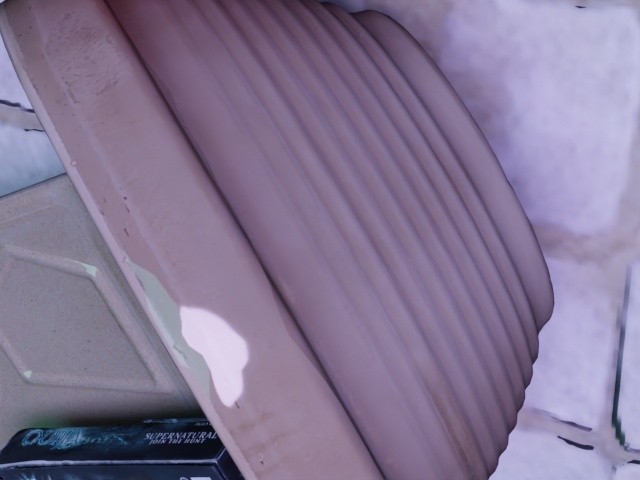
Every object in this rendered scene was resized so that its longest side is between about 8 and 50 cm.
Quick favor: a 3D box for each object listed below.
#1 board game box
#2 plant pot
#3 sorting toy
[{"bbox_3d":[-0.043,0.152,0.553,0.126,0.026,0.186,-7,122,36],"label":"board game box"},{"bbox_3d":[0.000,0.000,0.440,0.110,0.237,0.237,-31,87,-4],"label":"plant pot"},{"bbox_3d":[-0.136,0.038,0.579,0.229,0.041,0.307,-14,114,39],"label":"sorting toy"}]
